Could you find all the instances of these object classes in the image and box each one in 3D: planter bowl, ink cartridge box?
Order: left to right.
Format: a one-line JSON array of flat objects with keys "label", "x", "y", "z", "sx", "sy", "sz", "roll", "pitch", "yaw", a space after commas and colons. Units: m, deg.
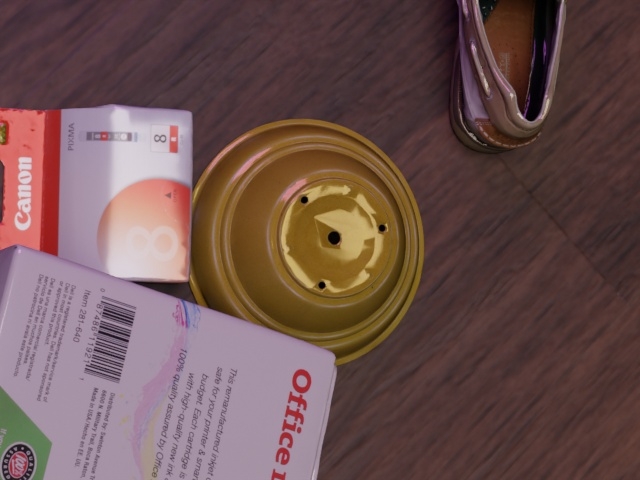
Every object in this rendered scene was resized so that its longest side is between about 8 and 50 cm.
[{"label": "ink cartridge box", "x": -0.194, "y": -0.039, "z": 1.545, "sx": 0.179, "sy": 0.045, "sz": 0.145, "roll": 2, "pitch": 85, "yaw": -20}, {"label": "ink cartridge box", "x": -0.147, "y": 0.145, "z": 1.422, "sx": 0.278, "sy": 0.117, "sz": 0.201, "roll": 20, "pitch": 71, "yaw": -26}, {"label": "planter bowl", "x": 0.000, "y": 0.000, "z": 1.579, "sx": 0.217, "sy": 0.090, "sz": 0.217, "roll": 1, "pitch": 85, "yaw": -17}]

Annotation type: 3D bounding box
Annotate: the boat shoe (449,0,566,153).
[{"label": "boat shoe", "x": 0.169, "y": -0.230, "z": 1.640, "sx": 0.113, "sy": 0.103, "sz": 0.302, "roll": -2, "pitch": 87, "yaw": -18}]
